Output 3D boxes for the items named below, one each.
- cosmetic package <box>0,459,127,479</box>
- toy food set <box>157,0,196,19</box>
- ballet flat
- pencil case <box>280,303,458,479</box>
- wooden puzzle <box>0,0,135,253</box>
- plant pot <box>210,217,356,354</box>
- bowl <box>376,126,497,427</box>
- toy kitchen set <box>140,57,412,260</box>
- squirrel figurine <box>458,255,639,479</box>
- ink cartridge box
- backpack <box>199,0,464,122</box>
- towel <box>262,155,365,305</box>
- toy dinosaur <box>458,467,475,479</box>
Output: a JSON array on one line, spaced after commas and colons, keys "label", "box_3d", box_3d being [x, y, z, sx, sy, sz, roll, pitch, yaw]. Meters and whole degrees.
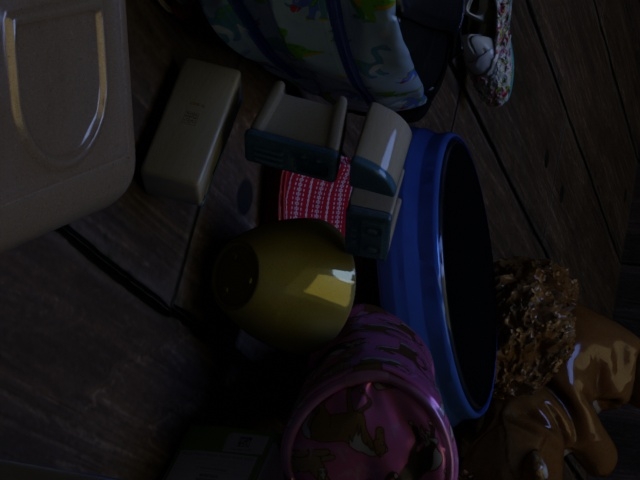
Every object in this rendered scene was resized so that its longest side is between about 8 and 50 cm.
[{"label": "cosmetic package", "box_3d": [-0.133, 0.241, 0.930, 0.225, 0.224, 0.138, 31, 66, -65]}, {"label": "toy food set", "box_3d": [-0.121, -0.232, 1.110, 0.083, 0.020, 0.082, 19, 78, -67]}, {"label": "ballet flat", "box_3d": [0.231, -0.312, 1.877, 0.077, 0.091, 0.241, -3, 94, -36]}, {"label": "pencil case", "box_3d": [0.048, 0.170, 1.290, 0.167, 0.160, 0.386, -50, -177, 6]}, {"label": "wooden puzzle", "box_3d": [-0.229, -0.151, 0.812, 0.322, 0.081, 0.347, -33, 130, -61]}, {"label": "plant pot", "box_3d": [-0.047, 0.038, 1.239, 0.095, 0.134, 0.134, 12, 84, -45]}, {"label": "bowl", "box_3d": [0.158, 0.046, 1.667, 0.391, 0.077, 0.391, -6, 90, -73]}, {"label": "toy kitchen set", "box_3d": [-0.036, -0.045, 1.163, 0.166, 0.207, 0.122, 91, 15, -62]}, {"label": "squirrel figurine", "box_3d": [0.315, 0.235, 2.034, 0.370, 0.281, 0.397, -45, 123, -41]}, {"label": "ink cartridge box", "box_3d": [-0.100, 0.321, 1.174, 0.255, 0.097, 0.188, -64, 150, -47]}, {"label": "backpack", "box_3d": [0.024, -0.259, 1.186, 0.355, 0.273, 0.290, -118, -147, -84]}, {"label": "towel", "box_3d": [0.000, 0.000, 1.442, 0.275, 0.031, 0.198, 3, 93, -67]}, {"label": "toy dinosaur", "box_3d": [0.095, 0.425, 1.587, 0.218, 0.164, 0.321, 154, -51, -67]}]
